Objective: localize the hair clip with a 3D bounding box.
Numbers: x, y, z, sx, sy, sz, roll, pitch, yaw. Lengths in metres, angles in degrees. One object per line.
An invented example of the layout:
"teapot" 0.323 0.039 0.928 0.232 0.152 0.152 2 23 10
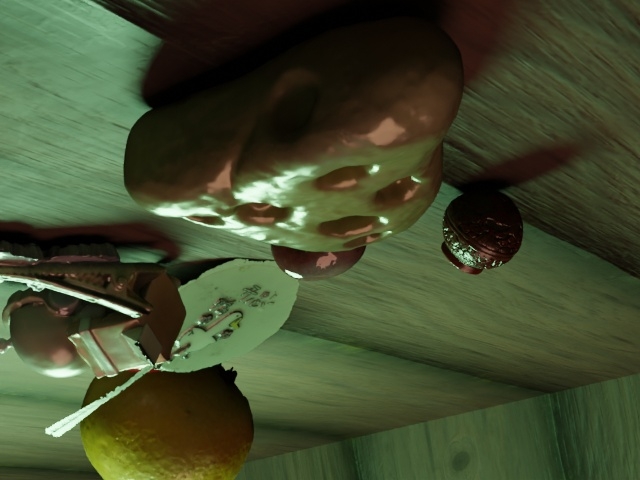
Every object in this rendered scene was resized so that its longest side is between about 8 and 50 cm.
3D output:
"hair clip" -0.320 0.039 1.789 0.292 0.084 0.106 8 163 -33

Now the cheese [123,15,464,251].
"cheese" 0.043 -0.087 1.430 0.351 0.130 0.328 -18 160 37

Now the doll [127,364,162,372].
"doll" -0.262 0.122 2.107 0.217 0.085 0.183 11 142 -24

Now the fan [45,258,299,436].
"fan" -0.201 0.156 2.088 0.414 0.012 0.233 -36 145 13

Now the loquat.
"loquat" -0.232 0.272 2.365 0.275 0.275 0.275 -8 165 -2

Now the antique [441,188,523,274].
"antique" 0.193 -0.014 1.839 0.104 0.104 0.104 -8 165 -2

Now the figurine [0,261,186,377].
"figurine" -0.296 0.100 1.940 0.236 0.141 0.162 -9 140 21

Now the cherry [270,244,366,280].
"cherry" 0.004 0.003 1.809 0.126 0.087 0.106 6 163 -36
